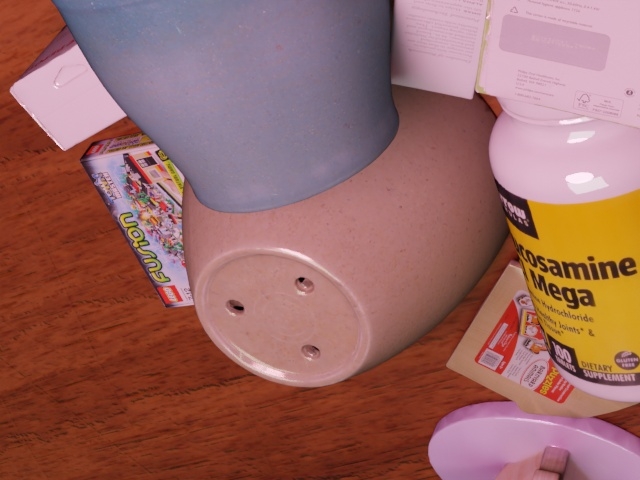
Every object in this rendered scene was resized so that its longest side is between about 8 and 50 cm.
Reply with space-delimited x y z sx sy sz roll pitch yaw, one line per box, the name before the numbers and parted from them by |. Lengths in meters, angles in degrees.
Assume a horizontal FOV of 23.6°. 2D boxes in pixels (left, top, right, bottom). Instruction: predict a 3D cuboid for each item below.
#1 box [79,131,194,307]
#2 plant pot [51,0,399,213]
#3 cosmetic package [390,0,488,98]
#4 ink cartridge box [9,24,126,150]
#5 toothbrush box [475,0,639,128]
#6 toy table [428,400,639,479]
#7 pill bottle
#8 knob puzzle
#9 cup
box | -0.158 -0.021 1.635 0.114 0.036 0.207 -9 124 29
plant pot | -0.063 -0.171 1.218 0.272 0.271 0.255 -7 119 27
cosmetic package | 0.107 -0.220 1.240 0.086 0.117 0.231 12 160 6
ink cartridge box | -0.175 -0.185 1.398 0.140 0.190 0.082 -23 116 36
toothbrush box | 0.249 -0.210 1.136 0.206 0.283 0.122 14 131 12
toy table | 0.238 0.296 1.655 0.274 0.161 0.252 2 129 20
pill bottle | 0.255 -0.036 1.346 0.188 0.188 0.334 -4 126 26
knob puzzle | 0.251 0.112 1.581 0.213 0.030 0.213 12 131 14
cup | 0.000 0.000 1.451 0.331 0.237 0.331 12 132 14
